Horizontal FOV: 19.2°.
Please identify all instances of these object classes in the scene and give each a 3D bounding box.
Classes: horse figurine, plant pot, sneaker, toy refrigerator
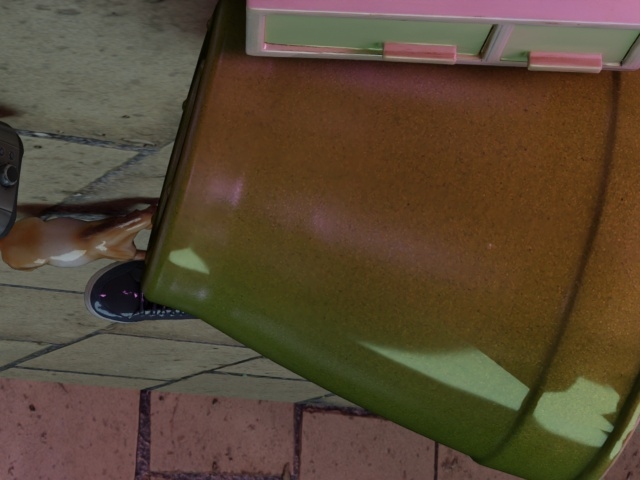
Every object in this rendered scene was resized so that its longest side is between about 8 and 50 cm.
[{"bbox_3d":[-0.287,0.001,2.184,0.263,0.066,0.174,-2,174,7],"label":"horse figurine"},{"bbox_3d":[0.060,-0.025,1.421,0.353,0.366,0.366,15,167,-7],"label":"plant pot"},{"bbox_3d":[-0.168,0.064,2.379,0.226,0.086,0.163,-3,-177,-30],"label":"sneaker"},{"bbox_3d":[0.086,-0.167,1.248,0.269,0.094,0.102,2,168,-3],"label":"toy refrigerator"}]

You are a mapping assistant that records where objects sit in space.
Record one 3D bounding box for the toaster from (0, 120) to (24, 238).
[{"bbox_3d":[-0.396,-0.064,1.743,0.227,0.129,0.146,-3,164,29],"label":"toaster"}]
